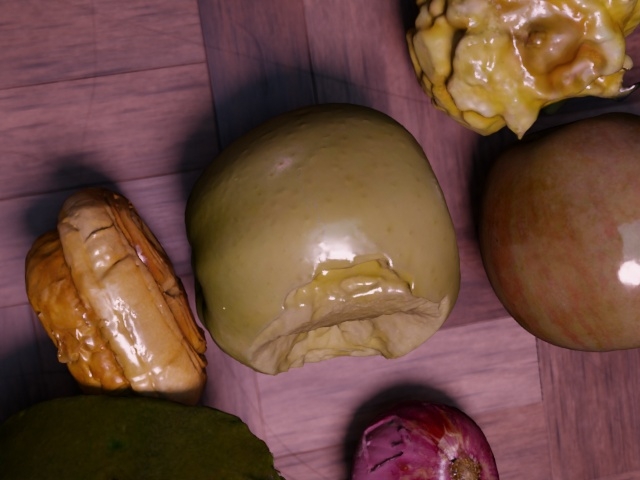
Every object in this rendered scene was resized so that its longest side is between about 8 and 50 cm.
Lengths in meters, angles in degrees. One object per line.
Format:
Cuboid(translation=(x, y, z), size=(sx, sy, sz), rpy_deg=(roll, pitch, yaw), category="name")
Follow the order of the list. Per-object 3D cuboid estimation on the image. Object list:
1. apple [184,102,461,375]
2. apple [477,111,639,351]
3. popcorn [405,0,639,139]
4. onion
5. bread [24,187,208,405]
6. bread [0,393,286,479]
Cuboid(translation=(0.000, 0.000, 0.956), size=(0.279, 0.279, 0.279), rpy_deg=(-2, 98, -11), category="apple")
Cuboid(translation=(0.293, -0.013, 1.018), size=(0.257, 0.257, 0.234), rpy_deg=(-18, 92, -9), category="apple")
Cuboid(translation=(0.211, -0.211, 0.986), size=(0.249, 0.249, 0.225), rpy_deg=(-36, 100, -5), category="popcorn")
Cuboid(translation=(0.112, 0.262, 1.071), size=(0.177, 0.153, 0.177), rpy_deg=(3, 76, -11), category="onion")
Cuboid(translation=(-0.193, 0.065, 0.954), size=(0.120, 0.198, 0.236), rpy_deg=(-27, 102, -2), category="bread")
Cuboid(translation=(-0.170, 0.298, 0.942), size=(0.366, 0.129, 0.382), rpy_deg=(36, 123, -25), category="bread")
